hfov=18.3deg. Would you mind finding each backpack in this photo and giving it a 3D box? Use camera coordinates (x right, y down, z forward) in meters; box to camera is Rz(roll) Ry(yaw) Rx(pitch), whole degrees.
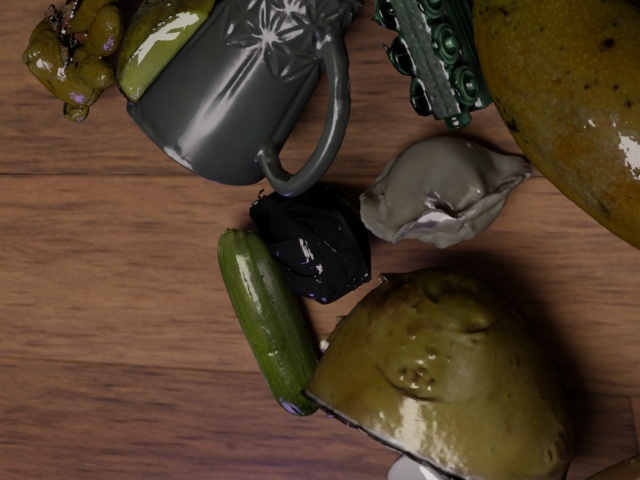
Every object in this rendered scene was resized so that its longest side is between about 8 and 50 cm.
[{"bbox_3d":[0.002,0.004,2.061,0.120,0.106,0.165,67,169,-21],"label":"backpack"}]

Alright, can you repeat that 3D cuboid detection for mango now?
[{"bbox_3d":[0.258,-0.127,1.827,0.329,0.175,0.176,40,85,4],"label":"mango"}]

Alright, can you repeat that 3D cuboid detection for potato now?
[{"bbox_3d":[-0.155,-0.234,1.998,0.054,0.119,0.198,30,105,-25],"label":"potato"},{"bbox_3d":[0.156,0.145,2.026,0.299,0.246,0.196,29,92,-19],"label":"potato"}]

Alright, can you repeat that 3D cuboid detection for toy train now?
[{"bbox_3d":[0.114,-0.193,1.905,0.071,0.111,0.170,-13,106,34],"label":"toy train"}]

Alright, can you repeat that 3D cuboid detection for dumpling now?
[{"bbox_3d":[0.119,-0.038,1.980,0.188,0.127,0.108,-3,128,28],"label":"dumpling"}]

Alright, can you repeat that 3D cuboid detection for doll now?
[{"bbox_3d":[-0.257,-0.214,2.088,0.209,0.097,0.137,-48,53,57],"label":"doll"}]

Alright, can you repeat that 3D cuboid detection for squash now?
[{"bbox_3d":[-0.054,0.089,2.193,0.069,0.069,0.239,-7,114,33],"label":"squash"}]

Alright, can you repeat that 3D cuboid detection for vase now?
[{"bbox_3d":[-0.046,-0.187,1.978,0.251,0.156,0.301,53,126,21],"label":"vase"}]

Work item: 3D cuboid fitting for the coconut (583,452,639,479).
[{"bbox_3d":[0.420,0.364,1.909,0.404,0.404,0.405,14,123,23],"label":"coconut"}]

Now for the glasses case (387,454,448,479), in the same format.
[{"bbox_3d":[0.158,0.306,2.210,0.193,0.049,0.074,40,129,2],"label":"glasses case"}]
